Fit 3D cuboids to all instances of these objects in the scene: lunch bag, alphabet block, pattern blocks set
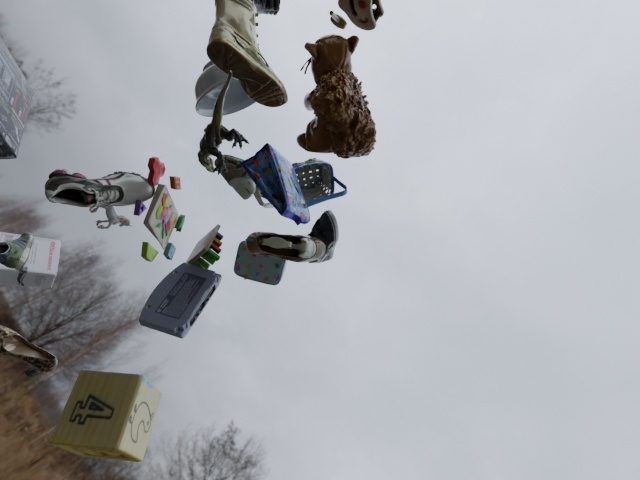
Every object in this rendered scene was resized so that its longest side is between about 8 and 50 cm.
[{"bbox_3d":[-0.138,-0.185,1.562,0.138,0.221,0.293,-34,-108,11],"label":"lunch bag"},{"bbox_3d":[-0.325,0.118,2.229,0.278,0.108,0.224,15,-75,3],"label":"lunch bag"},{"bbox_3d":[-0.598,0.502,1.179,0.193,0.197,0.193,3,-36,4],"label":"alphabet block"},{"bbox_3d":[-0.478,-0.074,1.253,0.026,0.286,0.325,10,-15,2],"label":"pattern blocks set"}]

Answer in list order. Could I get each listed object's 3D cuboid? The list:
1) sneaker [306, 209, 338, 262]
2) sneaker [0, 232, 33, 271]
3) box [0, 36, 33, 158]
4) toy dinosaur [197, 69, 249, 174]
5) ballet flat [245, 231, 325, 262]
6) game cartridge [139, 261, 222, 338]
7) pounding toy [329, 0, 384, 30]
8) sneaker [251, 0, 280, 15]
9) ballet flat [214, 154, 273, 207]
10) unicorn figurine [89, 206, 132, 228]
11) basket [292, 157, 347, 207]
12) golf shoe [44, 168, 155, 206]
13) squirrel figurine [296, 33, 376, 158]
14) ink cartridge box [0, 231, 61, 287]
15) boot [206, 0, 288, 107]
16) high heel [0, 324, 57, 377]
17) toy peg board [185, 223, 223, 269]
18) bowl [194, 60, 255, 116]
[{"bbox_3d":[0.000,0.000,1.905,0.126,0.127,0.321,56,-26,34],"label":"sneaker"},{"bbox_3d":[-0.988,0.021,1.326,0.064,0.086,0.192,-51,-141,12],"label":"sneaker"},{"bbox_3d":[-0.791,-0.380,0.950,0.308,0.076,0.243,104,-21,-60],"label":"box"},{"bbox_3d":[-0.223,-0.226,0.919,0.118,0.064,0.268,56,-44,21],"label":"toy dinosaur"},{"bbox_3d":[-0.122,0.021,1.637,0.124,0.341,0.116,169,-70,-67],"label":"ballet flat"},{"bbox_3d":[-0.518,0.211,1.521,0.195,0.294,0.060,18,-44,9],"label":"game cartridge"},{"bbox_3d":[0.131,-0.772,1.368,0.154,0.155,0.269,31,-16,-9],"label":"pounding toy"},{"bbox_3d":[-0.227,-0.903,1.527,0.146,0.296,0.105,-1,-69,1],"label":"sneaker"},{"bbox_3d":[-0.308,-0.263,2.036,0.163,0.482,0.182,-18,-113,35],"label":"ballet flat"},{"bbox_3d":[-0.765,-0.089,1.504,0.060,0.111,0.162,37,-37,47],"label":"unicorn figurine"},{"bbox_3d":[-0.048,-0.238,1.812,0.289,0.254,0.201,-124,-159,-47],"label":"basket"},{"bbox_3d":[-0.600,-0.127,1.138,0.120,0.272,0.105,-125,-140,-52],"label":"golf shoe"},{"bbox_3d":[0.067,-0.484,1.384,0.397,0.280,0.371,-116,-160,-60],"label":"squirrel figurine"},{"bbox_3d":[-1.110,0.072,1.523,0.100,0.237,0.172,-47,-134,36],"label":"ink cartridge box"},{"bbox_3d":[-0.173,-0.479,1.039,0.095,0.261,0.204,-16,-115,31],"label":"boot"},{"bbox_3d":[-1.100,0.389,1.537,0.186,0.093,0.261,-23,-72,25],"label":"high heel"},{"bbox_3d":[-0.457,0.043,1.678,0.161,0.161,0.079,-34,-64,32],"label":"toy peg board"},{"bbox_3d":[-0.349,-0.592,1.540,0.297,0.297,0.134,-23,-89,51],"label":"bowl"}]
